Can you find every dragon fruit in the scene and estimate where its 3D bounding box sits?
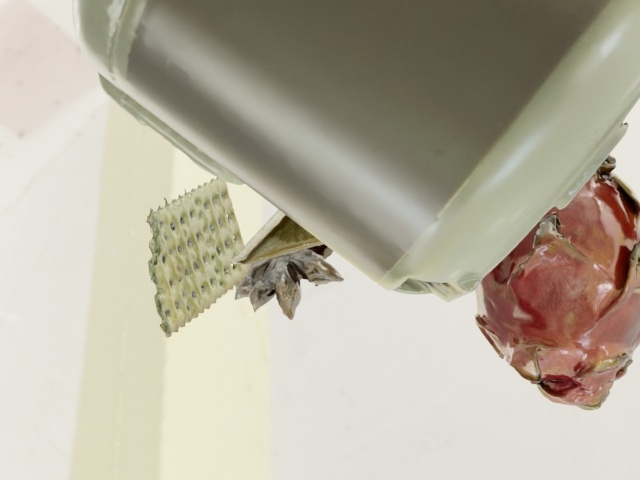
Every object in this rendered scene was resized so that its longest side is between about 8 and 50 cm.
[{"bbox_3d":[0.292,0.037,1.363,0.250,0.250,0.315,29,-65,52],"label":"dragon fruit"}]

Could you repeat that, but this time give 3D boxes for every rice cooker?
[{"bbox_3d":[0.034,-0.164,0.678,0.335,0.325,0.335,-54,179,-1],"label":"rice cooker"}]

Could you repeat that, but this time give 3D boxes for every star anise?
[{"bbox_3d":[-0.049,0.023,1.790,0.230,0.081,0.262,-34,-152,20],"label":"star anise"}]

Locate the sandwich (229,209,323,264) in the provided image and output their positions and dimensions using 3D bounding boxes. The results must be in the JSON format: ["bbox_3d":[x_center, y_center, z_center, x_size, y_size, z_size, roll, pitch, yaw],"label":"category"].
[{"bbox_3d":[0.000,0.000,0.842,0.116,0.074,0.074,-47,-173,-6],"label":"sandwich"}]

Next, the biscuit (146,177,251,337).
[{"bbox_3d":[-0.146,0.011,1.312,0.016,0.144,0.203,-8,-166,29],"label":"biscuit"}]
